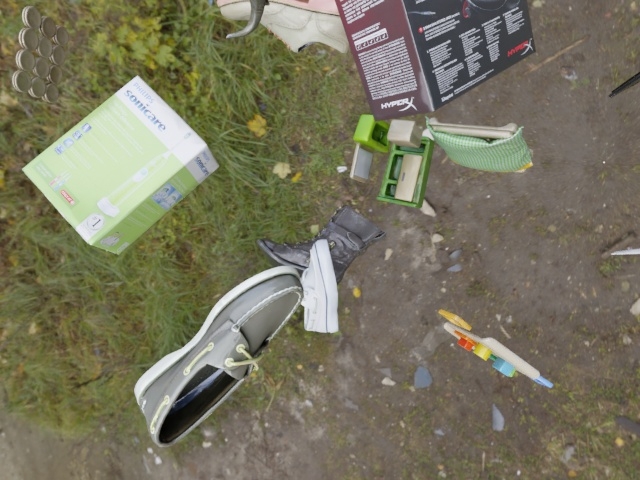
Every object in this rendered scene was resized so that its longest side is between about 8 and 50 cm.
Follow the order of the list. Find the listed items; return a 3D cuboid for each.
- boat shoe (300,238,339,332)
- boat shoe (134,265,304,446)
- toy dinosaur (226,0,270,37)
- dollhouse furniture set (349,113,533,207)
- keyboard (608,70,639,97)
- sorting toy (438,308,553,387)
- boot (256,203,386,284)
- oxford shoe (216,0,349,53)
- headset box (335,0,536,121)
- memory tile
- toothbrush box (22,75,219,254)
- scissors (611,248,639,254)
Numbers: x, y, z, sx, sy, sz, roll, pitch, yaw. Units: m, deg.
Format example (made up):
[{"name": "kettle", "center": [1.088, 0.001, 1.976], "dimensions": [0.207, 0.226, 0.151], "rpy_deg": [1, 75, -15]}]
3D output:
[{"name": "boat shoe", "center": [-0.009, 0.098, 0.769], "dimensions": [0.076, 0.083, 0.226], "rpy_deg": [-8, 127, -2]}, {"name": "boat shoe", "center": [-0.131, 0.162, 0.585], "dimensions": [0.305, 0.109, 0.091], "rpy_deg": [-43, 49, 6]}, {"name": "toy dinosaur", "center": [-0.050, -0.442, 0.607], "dimensions": [0.313, 0.160, 0.121], "rpy_deg": [-41, 103, 0]}, {"name": "dollhouse furniture set", "center": [0.228, -0.135, 0.806], "dimensions": [0.301, 0.197, 0.151], "rpy_deg": [16, 96, 35]}, {"name": "keyboard", "center": [0.625, -0.340, 0.762], "dimensions": [0.038, 0.100, 0.192], "rpy_deg": [61, 167, 6]}, {"name": "sorting toy", "center": [0.424, 0.287, 1.069], "dimensions": [0.348, 0.196, 0.047], "rpy_deg": [36, 82, -12]}, {"name": "boot", "center": [0.000, 0.000, 1.028], "dimensions": [0.263, 0.229, 0.091], "rpy_deg": [29, 159, 19]}, {"name": "oxford shoe", "center": [-0.101, -0.603, 1.158], "dimensions": [0.397, 0.140, 0.146], "rpy_deg": [12, 121, 13]}, {"name": "headset box", "center": [0.126, -0.326, 0.497], "dimensions": [0.110, 0.218, 0.293], "rpy_deg": [13, 132, 56]}, {"name": "memory tile", "center": [-0.514, -0.337, 0.768], "dimensions": [0.012, 0.113, 0.148], "rpy_deg": [14, 96, 2]}, {"name": "toothbrush box", "center": [-0.386, -0.146, 0.836], "dimensions": [0.206, 0.122, 0.283], "rpy_deg": [44, 82, 6]}, {"name": "scissors", "center": [0.795, 0.018, 0.876], "dimensions": [0.297, 0.021, 0.109], "rpy_deg": [-18, 50, 10]}]
